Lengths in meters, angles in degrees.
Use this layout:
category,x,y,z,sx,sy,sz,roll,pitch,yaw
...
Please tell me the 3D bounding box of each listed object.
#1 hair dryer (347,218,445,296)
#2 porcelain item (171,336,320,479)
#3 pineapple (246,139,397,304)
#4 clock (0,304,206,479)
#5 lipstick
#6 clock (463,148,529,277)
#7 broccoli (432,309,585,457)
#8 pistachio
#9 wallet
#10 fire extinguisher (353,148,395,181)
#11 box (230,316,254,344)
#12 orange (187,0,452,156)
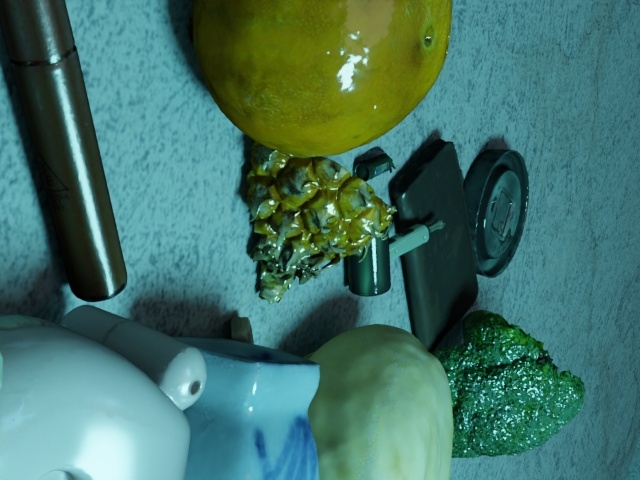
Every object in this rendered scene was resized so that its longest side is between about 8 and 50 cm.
category,x,y,z,sx,sy,sz,roll,pitch,yaw
hair dryer,0.108,-0.002,1.438,0.197,0.057,0.100,-25,122,-44
porcelain item,-0.119,0.307,1.070,0.242,0.178,0.405,13,91,-60
pineapple,-0.002,-0.003,1.203,0.164,0.139,0.250,-64,150,-20
clock,-0.261,0.206,0.803,0.326,0.184,0.342,4,98,-57
lipstick,-0.219,-0.109,0.878,0.057,0.057,0.357,-41,134,-46
clock,0.285,-0.046,1.751,0.215,0.042,0.215,-28,124,-52
broccoli,0.263,0.222,1.673,0.254,0.269,0.269,47,57,-26
pistachio,0.043,0.248,1.286,0.238,0.229,0.321,48,43,-13
wallet,0.171,0.009,1.582,0.165,0.042,0.309,-47,137,-38
fire extinguisher,0.073,-0.101,1.398,0.083,0.025,0.038,-26,99,-53
box,-0.084,0.145,1.201,0.048,0.025,0.115,-107,-170,-65
orange,0.008,-0.220,1.055,0.284,0.226,0.284,-34,134,-45
